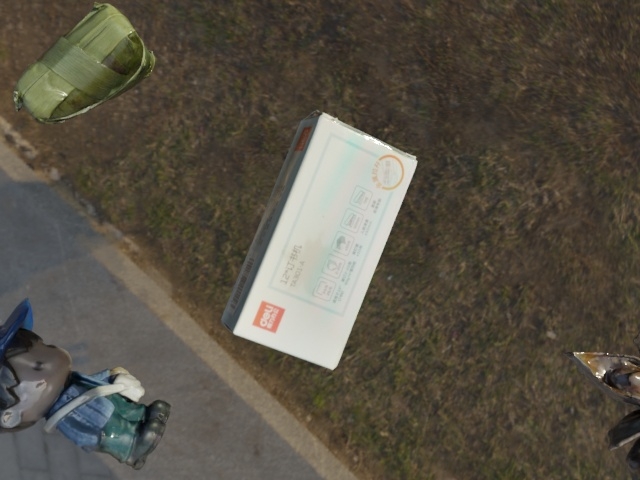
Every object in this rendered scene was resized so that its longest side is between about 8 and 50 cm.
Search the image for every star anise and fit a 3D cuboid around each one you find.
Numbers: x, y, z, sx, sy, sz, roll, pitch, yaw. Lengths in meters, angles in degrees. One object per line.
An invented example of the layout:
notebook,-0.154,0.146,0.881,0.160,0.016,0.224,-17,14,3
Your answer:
star anise,0.214,0.099,0.458,0.129,0.056,0.124,25,77,-9

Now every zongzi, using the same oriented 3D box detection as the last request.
zongzi,-0.186,-0.129,0.579,0.109,0.119,0.055,-40,89,-2

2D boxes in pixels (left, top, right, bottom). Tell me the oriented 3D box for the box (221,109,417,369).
box,0.000,0.000,0.817,0.135,0.079,0.270,22,87,-20

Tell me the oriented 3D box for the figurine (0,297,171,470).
figurine,-0.169,0.102,0.452,0.136,0.077,0.079,40,102,-14
